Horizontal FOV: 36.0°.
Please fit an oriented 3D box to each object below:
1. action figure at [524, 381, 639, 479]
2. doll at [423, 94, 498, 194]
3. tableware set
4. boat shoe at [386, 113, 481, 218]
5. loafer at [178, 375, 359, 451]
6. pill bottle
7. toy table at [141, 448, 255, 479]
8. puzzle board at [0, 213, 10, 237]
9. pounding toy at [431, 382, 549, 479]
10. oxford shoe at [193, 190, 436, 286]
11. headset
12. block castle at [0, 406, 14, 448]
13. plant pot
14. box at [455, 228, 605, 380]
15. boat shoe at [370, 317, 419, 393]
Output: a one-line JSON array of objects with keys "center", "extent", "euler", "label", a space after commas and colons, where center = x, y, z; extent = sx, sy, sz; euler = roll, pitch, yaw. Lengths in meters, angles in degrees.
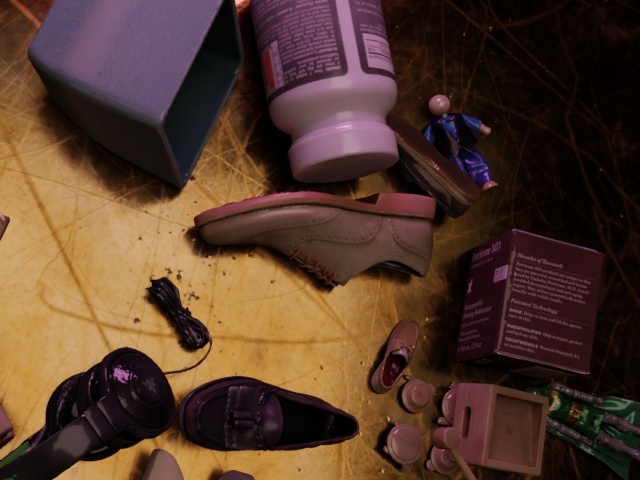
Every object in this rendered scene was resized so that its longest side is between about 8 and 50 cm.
[{"center": [0.445, 0.300, 1.656], "extent": [0.232, 0.063, 0.137], "euler": [23, 77, -6], "label": "action figure"}, {"center": [0.239, -0.165, 1.699], "extent": [0.129, 0.046, 0.189], "euler": [-24, 82, -8], "label": "doll"}, {"center": [0.180, 0.301, 1.599], "extent": [0.141, 0.020, 0.168], "euler": [25, 68, -15], "label": "tableware set"}, {"center": [0.166, -0.124, 1.655], "extent": [0.223, 0.073, 0.080], "euler": [42, 31, 12], "label": "boat shoe"}, {"center": [-0.065, 0.256, 1.430], "extent": [0.303, 0.095, 0.109], "euler": [14, 77, -46], "label": "loafer"}, {"center": [0.008, -0.288, 1.575], "extent": [0.210, 0.210, 0.362], "euler": [-7, 81, -17], "label": "pill bottle"}, {"center": [-0.203, 0.438, 1.364], "extent": [0.161, 0.252, 0.274], "euler": [25, 61, -26], "label": "toy table"}, {"center": [-0.536, 0.004, 1.470], "extent": [0.096, 0.011, 0.128], "euler": [24, 73, -8], "label": "puzzle board"}, {"center": [0.246, 0.319, 1.557], "extent": [0.206, 0.094, 0.181], "euler": [17, 76, -30], "label": "pounding toy"}, {"center": [0.000, 0.000, 1.555], "extent": [0.397, 0.140, 0.146], "euler": [-1, 86, -13], "label": "oxford shoe"}, {"center": [-0.311, 0.210, 1.381], "extent": [0.394, 0.243, 0.185], "euler": [-35, 94, -40], "label": "headset"}, {"center": [-0.626, 0.274, 1.237], "extent": [0.453, 0.303, 0.212], "euler": [-33, 87, -20], "label": "block castle"}, {"center": [-0.284, -0.268, 1.482], "extent": [0.252, 0.248, 0.247], "euler": [22, 74, 6], "label": "plant pot"}, {"center": [0.338, 0.111, 1.605], "extent": [0.167, 0.168, 0.203], "euler": [14, 75, -12], "label": "box"}, {"center": [0.129, 0.187, 1.597], "extent": [0.050, 0.045, 0.135], "euler": [28, 73, -8], "label": "boat shoe"}]
